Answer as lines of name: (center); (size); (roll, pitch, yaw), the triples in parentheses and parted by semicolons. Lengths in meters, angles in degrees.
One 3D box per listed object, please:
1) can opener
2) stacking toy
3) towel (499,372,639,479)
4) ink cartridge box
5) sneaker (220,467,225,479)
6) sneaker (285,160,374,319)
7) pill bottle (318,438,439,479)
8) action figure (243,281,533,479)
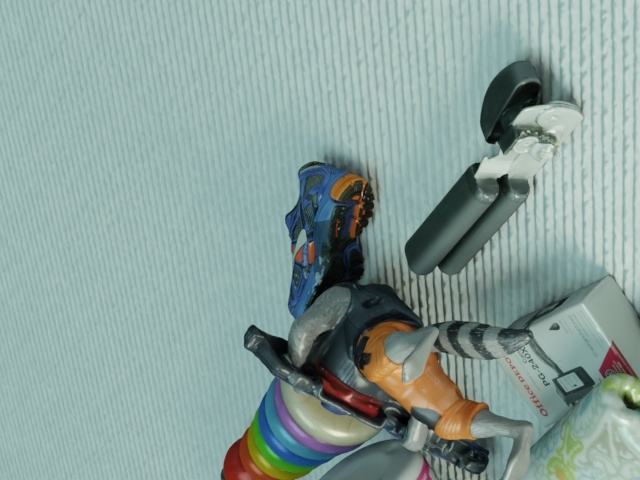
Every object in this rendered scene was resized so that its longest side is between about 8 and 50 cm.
can opener: (0.169, -0.064, 1.541); (0.280, 0.074, 0.093); (-58, 40, 45)
stacking toy: (-0.037, 0.242, 1.885); (0.141, 0.141, 0.330); (47, 142, 7)
towel: (0.374, 0.321, 1.563); (0.374, 0.090, 0.320); (39, 144, 7)
ink cartridge box: (0.262, 0.117, 1.571); (0.109, 0.063, 0.150); (55, 138, -2)
sneaker: (-0.058, 0.387, 2.045); (0.208, 0.081, 0.094); (47, 146, 16)
sneaker: (0.000, 0.000, 1.730); (0.087, 0.083, 0.221); (42, 134, 32)
pill bottle: (0.113, 0.384, 1.763); (0.160, 0.160, 0.283); (-17, 112, 47)
action figure: (0.112, 0.140, 1.641); (0.341, 0.178, 0.330); (30, 179, -32)
